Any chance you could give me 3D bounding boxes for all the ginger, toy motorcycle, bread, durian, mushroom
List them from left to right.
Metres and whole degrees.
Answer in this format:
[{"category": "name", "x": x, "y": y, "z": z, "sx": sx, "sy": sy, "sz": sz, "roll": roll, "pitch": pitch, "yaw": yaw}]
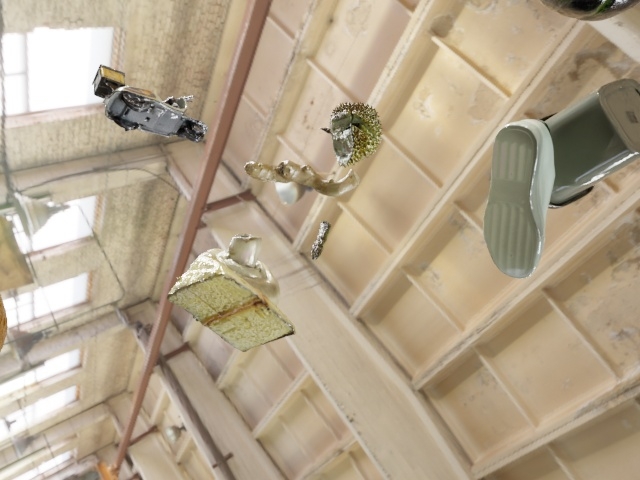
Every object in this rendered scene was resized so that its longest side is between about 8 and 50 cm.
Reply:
[{"category": "toy motorcycle", "x": -0.392, "y": -0.312, "z": 1.279, "sx": 0.091, "sy": 0.263, "sz": 0.157, "roll": -50, "pitch": -133, "yaw": 30}, {"category": "bread", "x": -0.184, "y": 0.152, "z": 1.150, "sx": 0.240, "sy": 0.135, "sz": 0.178, "roll": 44, "pitch": -13, "yaw": -24}, {"category": "mushroom", "x": -0.215, "y": 0.089, "z": 1.452, "sx": 0.260, "sy": 0.254, "sz": 0.234, "roll": 28, "pitch": -78, "yaw": 13}, {"category": "ginger", "x": -0.044, "y": -0.162, "z": 1.341, "sx": 0.089, "sy": 0.289, "sz": 0.075, "roll": 97, "pitch": 0, "yaw": -57}, {"category": "durian", "x": 0.103, "y": -0.325, "z": 1.627, "sx": 0.237, "sy": 0.138, "sz": 0.193, "roll": 38, "pitch": -40, "yaw": 55}]

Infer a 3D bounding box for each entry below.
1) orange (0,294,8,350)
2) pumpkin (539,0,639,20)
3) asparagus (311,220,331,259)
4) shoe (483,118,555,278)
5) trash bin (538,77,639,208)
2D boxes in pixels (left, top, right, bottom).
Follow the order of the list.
[{"category": "orange", "x": -0.658, "y": 0.153, "z": 0.874, "sx": 0.264, "sy": 0.264, "sz": 0.263, "roll": 25, "pitch": -55, "yaw": 42}, {"category": "pumpkin", "x": 0.593, "y": -0.643, "z": 1.168, "sx": 0.241, "sy": 0.324, "sz": 0.322, "roll": 175, "pitch": -105, "yaw": -83}, {"category": "asparagus", "x": 0.000, "y": 0.000, "z": 1.597, "sx": 0.036, "sy": 0.165, "sz": 0.030, "roll": 40, "pitch": -49, "yaw": -16}, {"category": "shoe", "x": 0.462, "y": -0.100, "z": 1.223, "sx": 0.132, "sy": 0.160, "sz": 0.362, "roll": 12, "pitch": -61, "yaw": 38}, {"category": "trash bin", "x": 0.623, "y": -0.227, "z": 1.252, "sx": 0.219, "sy": 0.220, "sz": 0.250, "roll": 62, "pitch": -27, "yaw": 6}]
